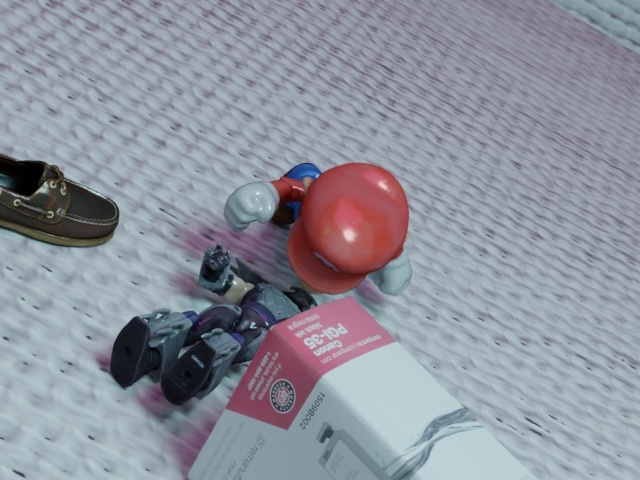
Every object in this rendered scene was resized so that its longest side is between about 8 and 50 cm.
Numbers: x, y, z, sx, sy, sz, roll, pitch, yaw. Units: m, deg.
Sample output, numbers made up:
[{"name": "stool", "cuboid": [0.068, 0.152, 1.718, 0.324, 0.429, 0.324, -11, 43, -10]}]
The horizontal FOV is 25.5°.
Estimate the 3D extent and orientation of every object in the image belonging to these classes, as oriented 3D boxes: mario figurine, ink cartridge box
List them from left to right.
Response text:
[{"name": "mario figurine", "cuboid": [0.000, 0.000, 1.554, 0.198, 0.170, 0.320, -11, 7, -3]}, {"name": "ink cartridge box", "cuboid": [0.045, 0.222, 1.221, 0.283, 0.207, 0.117, 44, 35, 23]}]

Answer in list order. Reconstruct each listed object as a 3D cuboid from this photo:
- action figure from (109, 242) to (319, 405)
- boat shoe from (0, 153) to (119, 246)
[{"name": "action figure", "cuboid": [-0.077, 0.088, 1.424, 0.185, 0.099, 0.285, 32, 25, 21]}, {"name": "boat shoe", "cuboid": [-0.297, -0.047, 1.454, 0.207, 0.073, 0.073, 11, 35, -32]}]
